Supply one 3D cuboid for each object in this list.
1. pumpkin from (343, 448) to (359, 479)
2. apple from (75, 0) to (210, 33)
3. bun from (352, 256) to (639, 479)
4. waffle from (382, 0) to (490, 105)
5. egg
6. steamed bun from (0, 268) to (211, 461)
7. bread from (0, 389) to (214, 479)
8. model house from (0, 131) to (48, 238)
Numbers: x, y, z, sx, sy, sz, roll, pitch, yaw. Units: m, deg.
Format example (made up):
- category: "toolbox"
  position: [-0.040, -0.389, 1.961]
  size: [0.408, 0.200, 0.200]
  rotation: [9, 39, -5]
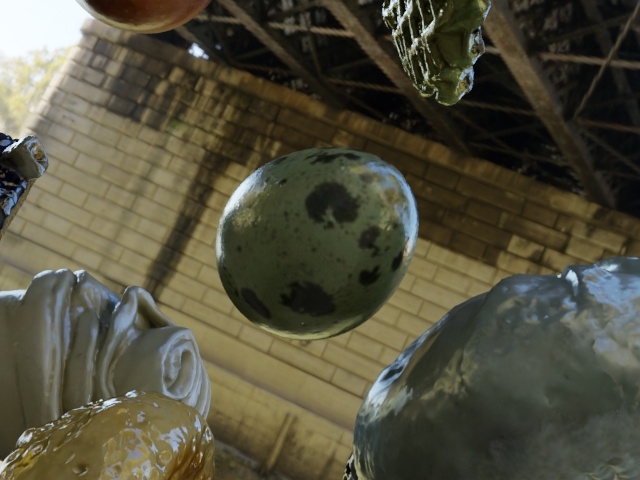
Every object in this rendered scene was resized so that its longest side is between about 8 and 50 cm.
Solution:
- category: "pumpkin"
  position: [0.199, 0.476, 1.400]
  size: [0.295, 0.296, 0.296]
  rotation: [24, -8, 3]
- category: "apple"
  position: [-0.239, -0.393, 0.899]
  size: [0.251, 0.206, 0.272]
  rotation: [33, -32, 27]
- category: "bun"
  position: [0.187, 0.142, 0.653]
  size: [0.354, 0.194, 0.355]
  rotation: [-11, -31, -7]
- category: "waffle"
  position: [0.140, -0.345, 0.952]
  size: [0.073, 0.297, 0.317]
  rotation: [-9, -44, -10]
- category: "egg"
  position: [0.000, 0.000, 0.687]
  size: [0.177, 0.177, 0.228]
  rotation: [28, -32, -23]
- category: "steamed bun"
  position: [-0.284, 0.164, 0.952]
  size: [0.324, 0.219, 0.310]
  rotation: [50, 18, 1]
- category: "bread"
  position: [-0.173, 0.227, 0.558]
  size: [0.134, 0.245, 0.244]
  rotation: [10, -10, 7]
- category: "model house"
  position: [-0.534, -0.115, 0.994]
  size: [0.243, 0.284, 0.299]
  rotation: [-103, 176, -59]
